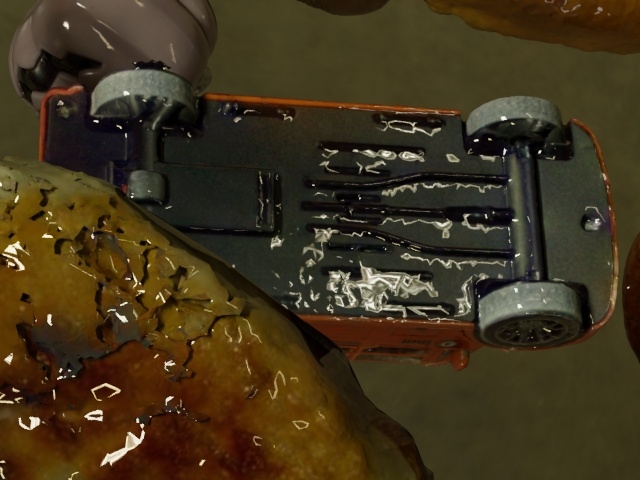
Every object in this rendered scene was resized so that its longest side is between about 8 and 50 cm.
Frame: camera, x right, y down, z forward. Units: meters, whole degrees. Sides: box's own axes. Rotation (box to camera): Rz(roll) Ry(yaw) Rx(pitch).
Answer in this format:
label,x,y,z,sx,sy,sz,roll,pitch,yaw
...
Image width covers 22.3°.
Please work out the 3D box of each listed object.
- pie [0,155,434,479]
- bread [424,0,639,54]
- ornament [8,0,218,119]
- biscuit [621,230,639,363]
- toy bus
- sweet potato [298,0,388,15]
label,x,y,z,sx,sy,sz,roll,pitch,yaw
pie,-0.100,0.124,0.507,0.308,0.085,0.308,1,83,-11
bread,0.192,-0.253,1.167,0.388,0.183,0.236,-4,107,-23
ornament,-0.168,-0.158,1.371,0.177,0.177,0.177,0,92,11
biscuit,0.299,0.038,1.153,0.192,0.049,0.192,6,98,45
toy bus,0.000,0.000,0.947,0.329,0.153,0.143,2,66,-10
sweet potato,-0.060,-0.313,1.578,0.109,0.385,0.109,-26,53,40
